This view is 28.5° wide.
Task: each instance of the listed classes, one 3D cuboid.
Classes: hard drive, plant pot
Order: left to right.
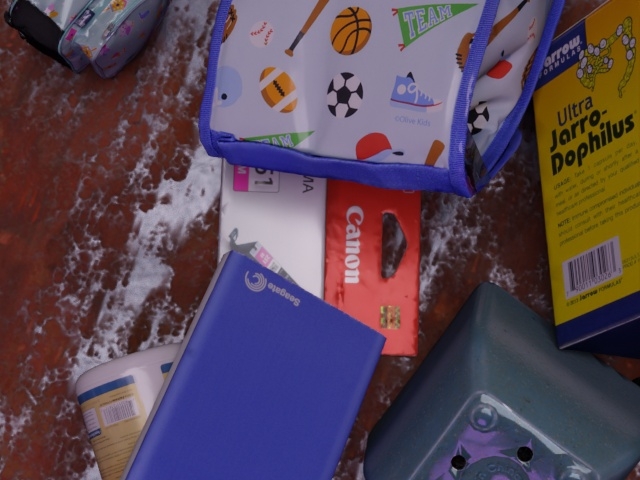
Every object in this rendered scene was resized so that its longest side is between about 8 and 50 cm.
[{"bbox_3d":[-0.073,0.197,1.352,0.210,0.040,0.318,31,65,-17],"label":"hard drive"},{"bbox_3d":[0.190,0.225,1.315,0.248,0.252,0.247,36,103,6],"label":"plant pot"}]

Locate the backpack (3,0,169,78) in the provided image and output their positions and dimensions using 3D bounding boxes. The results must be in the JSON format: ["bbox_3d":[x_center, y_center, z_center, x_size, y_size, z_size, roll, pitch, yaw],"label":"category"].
[{"bbox_3d":[-0.258,-0.293,1.479,0.144,0.166,0.188,31,86,3],"label":"backpack"}]

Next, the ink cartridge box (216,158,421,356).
[{"bbox_3d":[0.000,0.000,1.485,0.239,0.060,0.275,2,80,2],"label":"ink cartridge box"}]

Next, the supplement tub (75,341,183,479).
[{"bbox_3d":[-0.180,0.227,1.402,0.144,0.144,0.199,-17,81,-3],"label":"supplement tub"}]

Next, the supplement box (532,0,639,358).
[{"bbox_3d":[0.372,-0.065,1.361,0.194,0.195,0.356,9,66,-28],"label":"supplement box"}]

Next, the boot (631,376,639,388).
[{"bbox_3d":[0.412,0.213,1.443,0.198,0.077,0.137,-26,86,-3],"label":"boot"}]

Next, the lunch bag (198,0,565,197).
[{"bbox_3d":[0.073,-0.231,1.376,0.328,0.239,0.385,9,64,26],"label":"lunch bag"}]
